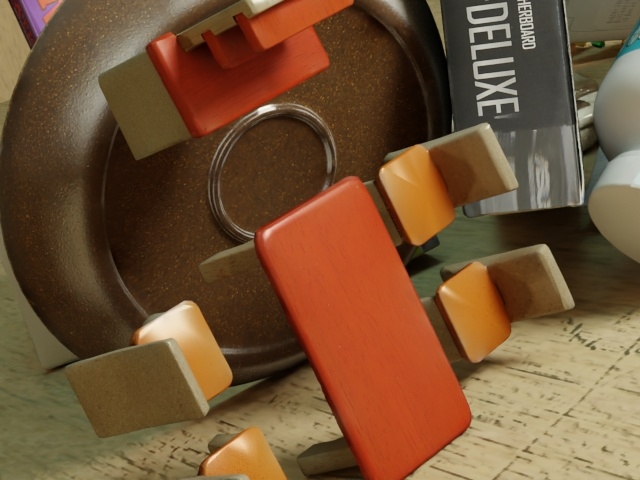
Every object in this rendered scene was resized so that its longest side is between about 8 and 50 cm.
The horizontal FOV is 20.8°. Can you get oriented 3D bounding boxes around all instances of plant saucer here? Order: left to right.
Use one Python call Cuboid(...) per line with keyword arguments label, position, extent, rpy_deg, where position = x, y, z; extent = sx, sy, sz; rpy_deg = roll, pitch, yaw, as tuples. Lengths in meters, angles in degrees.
Cuboid(label="plant saucer", position=(-0.038, -0.045, 1.038), extent=(0.310, 0.311, 0.050), rpy_deg=(-26, 33, -23))

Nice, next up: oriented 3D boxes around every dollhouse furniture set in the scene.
Cuboid(label="dollhouse furniture set", position=(0.000, 0.000, 0.898), extent=(0.262, 0.259, 0.135), rpy_deg=(-33, 11, -39))

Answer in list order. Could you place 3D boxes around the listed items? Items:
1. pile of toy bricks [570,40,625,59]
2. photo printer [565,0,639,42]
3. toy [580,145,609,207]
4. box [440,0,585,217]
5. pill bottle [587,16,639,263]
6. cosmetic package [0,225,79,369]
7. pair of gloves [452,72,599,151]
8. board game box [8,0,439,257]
Cuboid(label="pile of toy bricks", position=(0.259, -0.210, 1.664), extent=(0.105, 0.118, 0.212), rpy_deg=(14, 7, 13))
Cuboid(label="photo printer", position=(0.341, -0.251, 1.403), extent=(0.307, 0.107, 0.256), rpy_deg=(-4, -16, -2))
Cuboid(label="toy", position=(0.272, -0.090, 1.242), extent=(0.137, 0.056, 0.237), rpy_deg=(-20, 22, 30))
Cuboid(label="box", position=(0.125, -0.146, 1.154), extent=(0.076, 0.243, 0.307), rpy_deg=(-6, 3, 8))
Cuboid(label="pill bottle", position=(0.260, -0.106, 1.056), extent=(0.146, 0.146, 0.264), rpy_deg=(1, 53, 52))
Cuboid(label="cosmetic package", position=(-0.128, -0.025, 1.376), extent=(0.224, 0.138, 0.224), rpy_deg=(-20, 15, 1))
Cuboid(label="pair of gloves", position=(0.150, -0.098, 1.472), extent=(0.204, 0.042, 0.240), rpy_deg=(-20, 14, -1))
Cuboid(label="board game box", position=(-0.079, -0.111, 1.219), extent=(0.208, 0.347, 0.056), rpy_deg=(-25, -1, -14))
